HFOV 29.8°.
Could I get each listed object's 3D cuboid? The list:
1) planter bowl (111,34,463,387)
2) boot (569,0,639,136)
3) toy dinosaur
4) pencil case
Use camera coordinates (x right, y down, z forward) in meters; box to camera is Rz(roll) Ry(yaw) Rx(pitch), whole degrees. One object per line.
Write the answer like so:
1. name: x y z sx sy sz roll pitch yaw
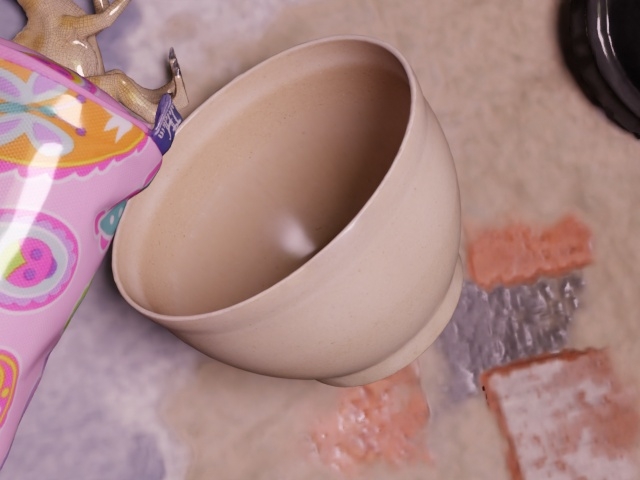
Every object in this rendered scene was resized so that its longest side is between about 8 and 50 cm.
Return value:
1. planter bowl: 0.000 0.000 0.560 0.162 0.162 0.109 -56 128 -18
2. boot: 0.337 -0.116 0.626 0.348 0.260 0.131 11 79 -18
3. toy dinosaur: -0.112 -0.070 0.584 0.093 0.053 0.183 -14 89 -4
4. pencil case: -0.165 0.053 0.484 0.124 0.124 0.284 27 81 -14
